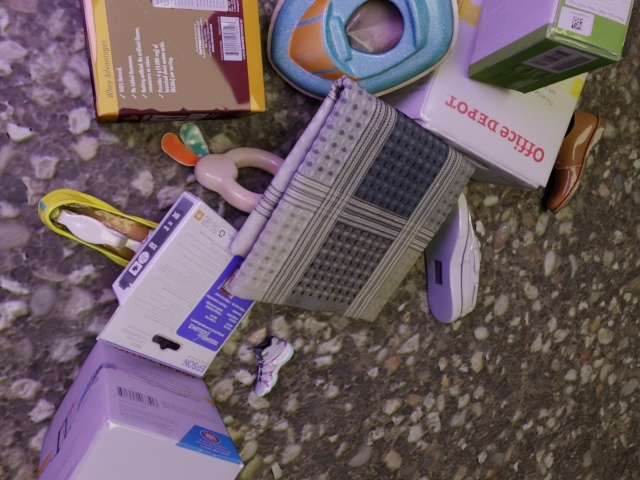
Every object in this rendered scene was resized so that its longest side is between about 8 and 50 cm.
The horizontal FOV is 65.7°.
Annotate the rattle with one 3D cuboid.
[{"bbox_3d":[-0.136,-0.073,0.732,0.200,0.143,0.130,12,62,-12],"label":"rattle"}]

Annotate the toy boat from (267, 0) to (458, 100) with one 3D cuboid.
[{"bbox_3d":[0.020,-0.331,0.635,0.268,0.148,0.318,-15,117,23],"label":"toy boat"}]

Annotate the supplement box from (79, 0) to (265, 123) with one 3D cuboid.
[{"bbox_3d":[-0.187,-0.248,0.617,0.194,0.129,0.191,-8,102,-24],"label":"supplement box"}]

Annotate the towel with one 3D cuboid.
[{"bbox_3d":[0.050,-0.030,0.724,0.312,0.056,0.324,18,110,-42],"label":"towel"}]

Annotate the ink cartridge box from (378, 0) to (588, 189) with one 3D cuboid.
[{"bbox_3d":[0.286,-0.312,0.814,0.279,0.160,0.384,21,90,-26],"label":"ink cartridge box"}]

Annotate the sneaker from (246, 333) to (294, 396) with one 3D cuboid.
[{"bbox_3d":[-0.095,0.196,0.799,0.069,0.038,0.098,38,73,-24],"label":"sneaker"}]

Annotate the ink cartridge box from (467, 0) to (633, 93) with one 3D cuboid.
[{"bbox_3d":[0.292,-0.336,0.611,0.097,0.189,0.255,12,93,-11],"label":"ink cartridge box"}]

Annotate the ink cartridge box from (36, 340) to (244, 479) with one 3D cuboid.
[{"bbox_3d":[-0.239,0.265,0.632,0.171,0.233,0.168,31,88,-27],"label":"ink cartridge box"}]

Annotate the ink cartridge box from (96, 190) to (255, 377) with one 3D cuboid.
[{"bbox_3d":[-0.175,0.071,0.686,0.208,0.045,0.206,-55,143,-9],"label":"ink cartridge box"}]

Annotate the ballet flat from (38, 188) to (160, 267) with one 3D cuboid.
[{"bbox_3d":[-0.255,0.002,0.662,0.231,0.077,0.077,26,89,-27],"label":"ballet flat"}]

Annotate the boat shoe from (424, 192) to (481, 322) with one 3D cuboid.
[{"bbox_3d":[0.247,0.022,0.906,0.084,0.095,0.258,-14,116,-27],"label":"boat shoe"}]

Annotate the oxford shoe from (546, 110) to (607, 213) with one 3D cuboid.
[{"bbox_3d":[0.497,-0.159,1.007,0.076,0.076,0.212,20,93,3],"label":"oxford shoe"}]
